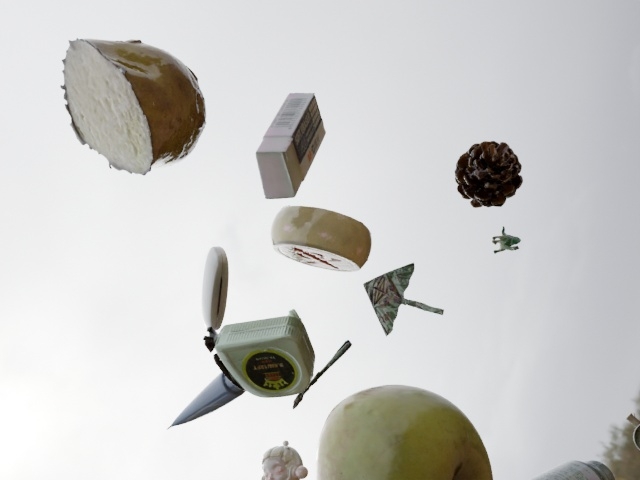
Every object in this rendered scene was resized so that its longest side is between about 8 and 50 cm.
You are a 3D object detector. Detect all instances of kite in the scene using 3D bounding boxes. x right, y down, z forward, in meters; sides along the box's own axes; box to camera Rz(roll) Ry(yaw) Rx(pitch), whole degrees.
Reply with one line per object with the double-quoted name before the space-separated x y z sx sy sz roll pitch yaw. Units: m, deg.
"kite" 0.232 0.171 2.277 0.012 0.250 0.229 -2 -70 -66

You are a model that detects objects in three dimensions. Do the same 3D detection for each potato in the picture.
"potato" -0.359 -0.296 1.668 0.237 0.301 0.288 -33 -33 -40

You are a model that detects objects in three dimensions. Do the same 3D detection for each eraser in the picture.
"eraser" -0.069 -0.224 1.855 0.287 0.086 0.130 -68 -29 -51

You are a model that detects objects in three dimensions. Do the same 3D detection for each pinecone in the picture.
"pinecone" 0.390 -0.157 1.843 0.173 0.174 0.173 -41 -39 -46

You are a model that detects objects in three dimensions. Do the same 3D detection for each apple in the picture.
"apple" 0.116 0.316 1.069 0.261 0.194 0.260 13 -109 -45

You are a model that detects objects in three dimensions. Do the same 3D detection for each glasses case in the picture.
"glasses case" -0.281 0.129 2.123 0.059 0.092 0.233 -2 -69 -23

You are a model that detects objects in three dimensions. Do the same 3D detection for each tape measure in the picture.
"tape measure" -0.134 0.280 1.903 0.115 0.235 0.207 -77 -28 -54

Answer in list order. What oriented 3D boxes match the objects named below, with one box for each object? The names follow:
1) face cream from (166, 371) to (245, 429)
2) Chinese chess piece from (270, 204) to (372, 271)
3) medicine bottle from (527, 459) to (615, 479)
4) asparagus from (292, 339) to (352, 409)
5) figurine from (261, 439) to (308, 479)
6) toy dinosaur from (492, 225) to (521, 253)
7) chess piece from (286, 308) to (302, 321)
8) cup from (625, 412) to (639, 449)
"face cream" -0.298 0.442 2.279 0.136 0.086 0.385 -19 -17 -50
"Chinese chess piece" 0.000 0.000 1.945 0.251 0.251 0.097 42 -121 -62
"medicine bottle" 0.561 0.592 1.834 0.293 0.141 0.141 -7 -66 -40
"asparagus" 0.001 0.351 2.094 0.233 0.023 0.022 -48 -6 -4
"figurine" -0.100 0.712 2.353 0.182 0.145 0.256 134 135 -54
"toy dinosaur" 0.408 -0.001 1.746 0.119 0.060 0.029 -57 -41 -63
"chess piece" -0.131 0.276 2.509 0.149 0.059 0.059 -33 -36 -7
"cup" 0.742 0.442 1.814 0.099 0.102 0.074 22 -95 -58
